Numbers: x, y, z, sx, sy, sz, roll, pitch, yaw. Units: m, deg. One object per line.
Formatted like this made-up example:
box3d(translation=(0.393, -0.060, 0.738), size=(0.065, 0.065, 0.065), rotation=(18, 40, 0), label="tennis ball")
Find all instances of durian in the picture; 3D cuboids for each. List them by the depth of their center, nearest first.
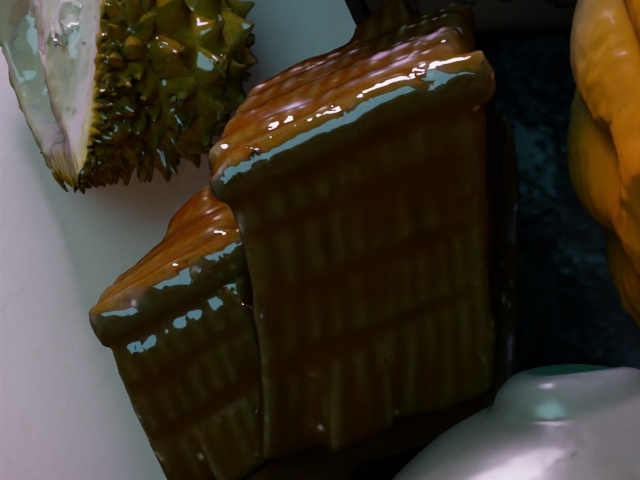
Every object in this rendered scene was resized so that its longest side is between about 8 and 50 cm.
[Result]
box3d(translation=(-0.122, -0.140, 0.822), size=(0.138, 0.183, 0.250), rotation=(-21, 71, -15), label="durian")

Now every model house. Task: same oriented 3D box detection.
box3d(translation=(0.000, 0.001, 0.664), size=(0.199, 0.229, 0.220), rotation=(-12, 63, 10), label="model house")

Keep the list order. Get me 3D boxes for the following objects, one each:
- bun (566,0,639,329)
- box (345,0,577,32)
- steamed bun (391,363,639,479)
box3d(translation=(0.201, -0.037, 0.531), size=(0.164, 0.299, 0.299), rotation=(-16, 53, -34), label="bun")
box3d(translation=(0.100, -0.290, 0.749), size=(0.190, 0.225, 0.297), rotation=(-1, 68, 19), label="box")
box3d(translation=(0.087, 0.137, 0.580), size=(0.131, 0.177, 0.228), rotation=(45, 60, 12), label="steamed bun")
